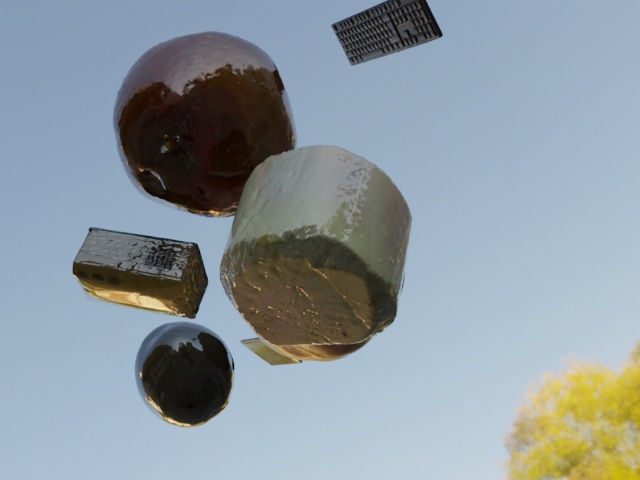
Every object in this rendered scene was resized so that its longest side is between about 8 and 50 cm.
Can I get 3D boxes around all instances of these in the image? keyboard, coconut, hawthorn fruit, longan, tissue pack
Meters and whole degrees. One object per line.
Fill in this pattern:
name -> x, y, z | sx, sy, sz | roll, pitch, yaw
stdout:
keyboard -> 0.112, -0.388, 1.547 | 0.018, 0.309, 0.101 | -34, -73, -22
coconut -> 0.000, 0.000, 1.074 | 0.239, 0.244, 0.239 | 7, -47, 8
hawthorn fruit -> -0.179, -0.153, 1.220 | 0.277, 0.277, 0.298 | -50, 5, 23
longan -> -0.292, 0.279, 1.810 | 0.248, 0.248, 0.248 | -22, -36, -17
tissue pack -> -0.260, 0.051, 1.236 | 0.169, 0.082, 0.120 | 9, -31, 6

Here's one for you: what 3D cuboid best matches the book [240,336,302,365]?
book -> -0.133, 0.296, 2.263 | 0.118, 0.172, 0.012 | 40, -117, -19

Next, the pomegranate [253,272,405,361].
pomegranate -> -0.016, 0.061, 1.916 | 0.416, 0.417, 0.417 | -22, -36, -17
